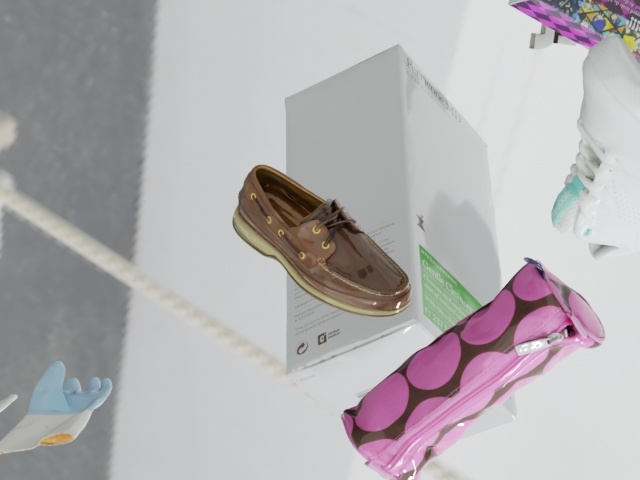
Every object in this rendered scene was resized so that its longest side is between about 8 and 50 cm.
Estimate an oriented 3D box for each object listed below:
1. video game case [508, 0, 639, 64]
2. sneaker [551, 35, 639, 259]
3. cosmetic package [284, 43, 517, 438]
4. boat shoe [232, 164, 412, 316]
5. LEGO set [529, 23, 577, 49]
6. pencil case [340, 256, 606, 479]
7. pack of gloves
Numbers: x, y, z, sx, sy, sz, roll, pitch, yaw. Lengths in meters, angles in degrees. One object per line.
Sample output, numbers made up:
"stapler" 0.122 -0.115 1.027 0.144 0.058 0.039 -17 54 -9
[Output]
"video game case" 0.270 -0.216 1.247 0.042 0.232 0.210 -1 -114 65
"sneaker" 0.178 -0.040 1.036 0.094 0.080 0.212 -27 147 8
"cosmetic package" 0.073 0.010 1.708 0.197 0.155 0.365 42 34 -40
"boat shoe" 0.000 0.000 1.372 0.064 0.178 0.060 -32 144 -38
"LEGO set" 0.308 -0.324 1.945 0.087 0.093 0.227 -138 -126 -75
"pencil case" 0.113 0.105 1.297 0.209 0.095 0.098 -42 -157 13
"pack of gloves" -0.317 0.163 1.692 0.232 0.195 0.046 -65 145 -80
